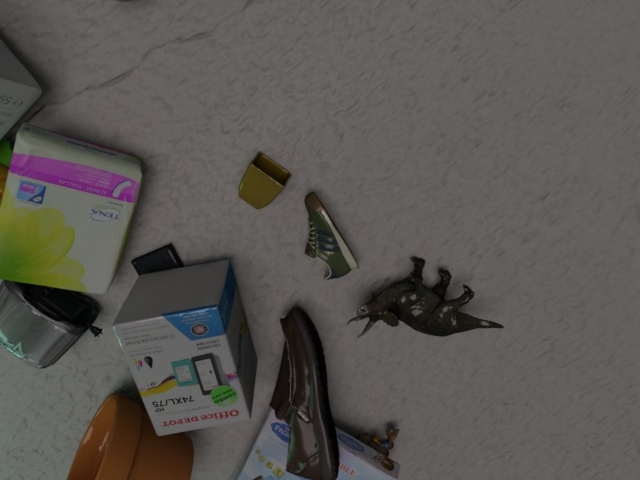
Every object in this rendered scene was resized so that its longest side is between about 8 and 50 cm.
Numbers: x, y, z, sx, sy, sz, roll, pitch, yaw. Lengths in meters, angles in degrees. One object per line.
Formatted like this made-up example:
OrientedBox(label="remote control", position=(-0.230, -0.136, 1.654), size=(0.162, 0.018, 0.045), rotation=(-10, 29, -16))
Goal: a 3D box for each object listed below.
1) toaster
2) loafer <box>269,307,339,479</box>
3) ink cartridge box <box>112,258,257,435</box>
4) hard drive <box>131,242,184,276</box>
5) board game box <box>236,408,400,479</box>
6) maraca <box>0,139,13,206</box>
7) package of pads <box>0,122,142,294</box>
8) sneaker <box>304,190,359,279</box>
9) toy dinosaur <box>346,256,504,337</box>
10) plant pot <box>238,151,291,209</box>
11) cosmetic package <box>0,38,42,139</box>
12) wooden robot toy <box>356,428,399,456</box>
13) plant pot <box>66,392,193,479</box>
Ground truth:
OrientedBox(label="toaster", position=(-0.584, 0.165, 1.092), size=(0.227, 0.129, 0.146), rotation=(41, 107, -13))
OrientedBox(label="loafer", position=(-0.050, 0.327, 1.090), size=(0.130, 0.134, 0.366), rotation=(-10, 81, 6))
OrientedBox(label="ink cartridge box", position=(-0.256, 0.213, 1.051), size=(0.198, 0.197, 0.270), rotation=(-11, 114, 1))
OrientedBox(label="hard drive", position=(-0.334, 0.084, 1.120), size=(0.094, 0.022, 0.135), rotation=(-22, 106, 7))
OrientedBox(label="board game box", position=(-0.027, 0.575, 1.204), size=(0.318, 0.066, 0.318), rotation=(28, 106, 8))
OrientedBox(label="maraca", position=(-0.641, -0.107, 1.025), size=(0.127, 0.099, 0.186), rotation=(28, 93, -9))
OrientedBox(label="package of pads", position=(-0.488, -0.049, 1.006), size=(0.229, 0.101, 0.297), rotation=(15, 108, -29))
OrientedBox(label="sneaker", position=(0.000, 0.000, 1.072), size=(0.086, 0.064, 0.192), rotation=(-31, 108, 4))
OrientedBox(label="toy dinosaur", position=(0.226, 0.141, 1.107), size=(0.313, 0.121, 0.160), rotation=(15, 118, -9))
OrientedBox(label="plant pot", position=(-0.119, -0.112, 1.035), size=(0.081, 0.081, 0.083), rotation=(35, 116, -10))
OrientedBox(label="cosmetic package", position=(-0.768, -0.252, 0.828), size=(0.393, 0.329, 0.327), rotation=(-41, 88, 12))
OrientedBox(label="wooden robot toy", position=(0.119, 0.497, 1.236), size=(0.079, 0.076, 0.173), rotation=(34, 107, 27))
OrientedBox(label="plant pot", position=(-0.412, 0.505, 1.131), size=(0.203, 0.291, 0.291), rotation=(26, 106, -24))
